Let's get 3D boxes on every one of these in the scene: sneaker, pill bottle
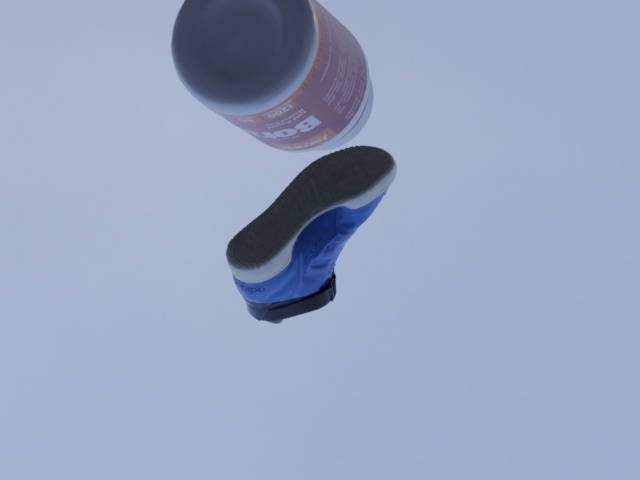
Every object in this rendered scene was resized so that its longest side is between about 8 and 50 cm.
[{"bbox_3d":[-0.001,0.000,1.420,0.058,0.085,0.152,32,-118,35],"label":"sneaker"},{"bbox_3d":[-0.029,-0.139,1.581,0.121,0.121,0.216,9,173,20],"label":"pill bottle"}]
